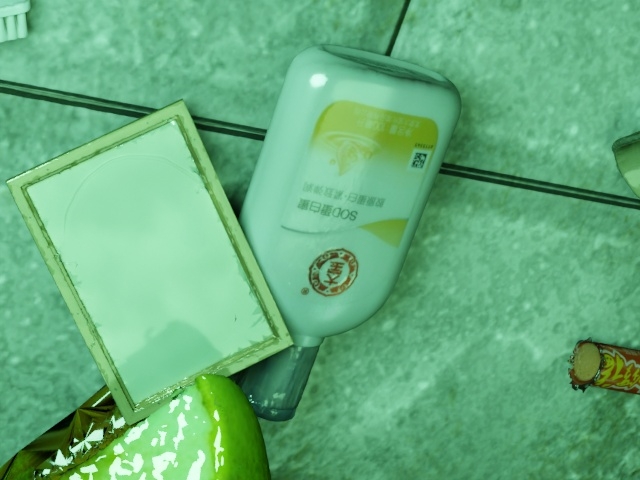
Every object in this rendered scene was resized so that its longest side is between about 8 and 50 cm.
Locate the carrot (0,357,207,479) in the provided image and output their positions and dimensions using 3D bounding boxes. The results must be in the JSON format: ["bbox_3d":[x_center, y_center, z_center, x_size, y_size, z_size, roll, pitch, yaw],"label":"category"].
[{"bbox_3d":[-0.176,0.159,1.139,0.228,0.069,0.069,-38,128,-3],"label":"carrot"}]

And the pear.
[{"bbox_3d":[-0.135,0.245,1.127,0.288,0.139,0.239,-36,164,0],"label":"pear"}]

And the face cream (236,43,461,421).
[{"bbox_3d":[0.000,0.000,1.143,0.144,0.071,0.291,12,111,-26],"label":"face cream"}]

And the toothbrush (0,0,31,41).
[{"bbox_3d":[-0.342,-0.110,0.922,0.342,0.025,0.030,-14,125,-23],"label":"toothbrush"}]

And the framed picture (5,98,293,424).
[{"bbox_3d":[-0.118,0.017,1.081,0.136,0.010,0.201,-26,109,-8],"label":"framed picture"}]

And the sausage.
[{"bbox_3d":[0.292,0.123,1.393,0.145,0.048,0.050,13,72,-35],"label":"sausage"}]

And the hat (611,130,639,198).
[{"bbox_3d":[0.328,-0.106,1.278,0.175,0.085,0.147,-16,138,6],"label":"hat"}]
